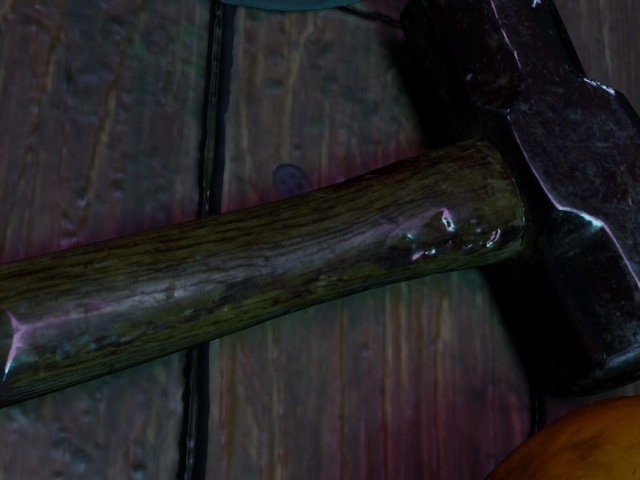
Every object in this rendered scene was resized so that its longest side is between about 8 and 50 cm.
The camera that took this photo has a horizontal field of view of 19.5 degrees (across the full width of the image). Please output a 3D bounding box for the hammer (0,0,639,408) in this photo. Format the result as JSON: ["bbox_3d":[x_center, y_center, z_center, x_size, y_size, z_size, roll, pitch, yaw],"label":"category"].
[{"bbox_3d":[0.000,0.000,0.953,0.409,0.095,0.242,-16,74,-30],"label":"hammer"}]

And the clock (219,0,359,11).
[{"bbox_3d":[-0.043,-0.283,1.077,0.319,0.066,0.319,13,60,-24],"label":"clock"}]

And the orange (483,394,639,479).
[{"bbox_3d":[0.172,0.206,0.842,0.284,0.226,0.284,17,56,-28],"label":"orange"}]
